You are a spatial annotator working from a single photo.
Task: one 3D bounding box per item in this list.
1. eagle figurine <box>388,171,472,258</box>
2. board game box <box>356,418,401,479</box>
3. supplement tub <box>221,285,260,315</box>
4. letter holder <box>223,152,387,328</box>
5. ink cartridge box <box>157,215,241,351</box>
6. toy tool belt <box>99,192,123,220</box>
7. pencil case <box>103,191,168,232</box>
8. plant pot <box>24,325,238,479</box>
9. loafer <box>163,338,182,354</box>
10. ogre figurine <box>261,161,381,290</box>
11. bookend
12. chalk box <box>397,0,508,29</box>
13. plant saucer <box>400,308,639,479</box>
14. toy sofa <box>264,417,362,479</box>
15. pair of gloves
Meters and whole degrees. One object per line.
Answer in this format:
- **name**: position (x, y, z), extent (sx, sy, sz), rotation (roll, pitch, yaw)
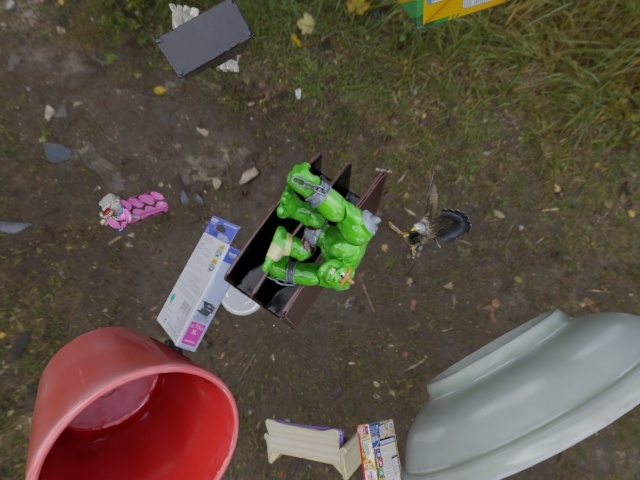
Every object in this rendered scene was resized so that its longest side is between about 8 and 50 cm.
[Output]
- **eagle figurine**: position (0.414, -0.073, 1.568), extent (0.226, 0.298, 0.225), rotation (34, 35, -4)
- **board game box**: position (0.175, 0.628, 1.215), extent (0.045, 0.147, 0.193), rotation (-22, 64, 32)
- **supplement tub**: position (-0.240, 0.168, 1.374), extent (0.145, 0.199, 0.144), rotation (0, 84, 0)
- **letter holder**: position (-0.028, -0.012, 0.761), extent (0.152, 0.214, 0.301), rotation (34, 78, 9)
- **ink cartridge box**: position (-0.289, 0.097, 1.048), extent (0.065, 0.186, 0.310), rotation (29, 84, -35)
- **toy tool belt**: position (-0.481, -0.071, 0.982), extent (0.052, 0.051, 0.083), rotation (-38, 44, 2)
- **pencil case**: position (-0.571, -0.097, 1.325), extent (0.098, 0.209, 0.095), rotation (-1, 108, 18)
- **plant pot**: position (-0.302, 0.266, 0.643), extent (0.275, 0.243, 0.274), rotation (-13, 110, -38)
- **loafer**: position (-0.424, 0.334, 1.158), extent (0.078, 0.223, 0.076), rotation (19, 97, -27)
- **ogre figurine**: position (0.000, 0.000, 0.522), extent (0.118, 0.096, 0.196), rotation (20, 118, 1)
- **bookend**: position (-0.221, -0.367, 0.798), extent (0.156, 0.157, 0.072), rotation (-34, 110, -8)
- **chalk box**: position (0.158, -0.455, 0.555), extent (0.179, 0.180, 0.288), rotation (-18, 54, -1)
- **plant saucer**: position (0.262, 0.191, 0.577), extent (0.401, 0.400, 0.100), rotation (-28, 70, -11)
- **toy sofa**: position (-0.027, 0.748, 1.585), extent (0.363, 0.150, 0.176), rotation (-7, 89, 31)
- **pair of gloves**: position (-0.372, -0.656, 1.376), extent (0.240, 0.042, 0.204), rotation (-2, 78, -44)
